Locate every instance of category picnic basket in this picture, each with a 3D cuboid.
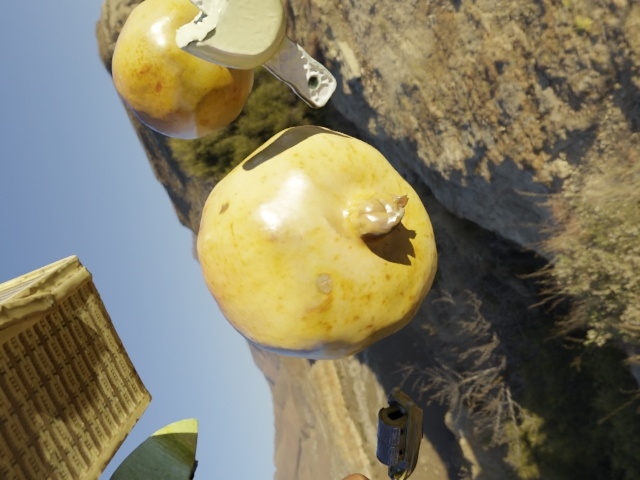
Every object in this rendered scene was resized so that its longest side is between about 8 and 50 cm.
[{"bbox_3d":[-0.300,0.147,0.421,0.313,0.228,0.175,-74,-37,-74],"label":"picnic basket"}]

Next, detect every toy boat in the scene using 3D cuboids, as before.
[{"bbox_3d":[0.146,0.381,1.099,0.068,0.088,0.225,37,135,48],"label":"toy boat"}]

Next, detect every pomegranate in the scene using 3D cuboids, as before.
[{"bbox_3d":[0.000,0.000,0.790,0.342,0.343,0.342,162,90,-84],"label":"pomegranate"},{"bbox_3d":[-0.221,-0.275,0.920,0.233,0.233,0.233,162,90,-84],"label":"pomegranate"}]

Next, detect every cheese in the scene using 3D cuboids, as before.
[{"bbox_3d":[-0.062,-0.223,0.630,0.235,0.127,0.050,28,-173,-45],"label":"cheese"}]

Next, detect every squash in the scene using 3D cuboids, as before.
[{"bbox_3d":[-0.232,0.392,0.816,0.155,0.236,0.204,25,174,25],"label":"squash"}]

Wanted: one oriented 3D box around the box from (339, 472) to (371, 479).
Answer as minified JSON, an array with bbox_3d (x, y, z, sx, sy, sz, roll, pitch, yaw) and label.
[{"bbox_3d":[0.042,0.428,0.530,0.339,0.229,0.239,54,178,38],"label":"box"}]
